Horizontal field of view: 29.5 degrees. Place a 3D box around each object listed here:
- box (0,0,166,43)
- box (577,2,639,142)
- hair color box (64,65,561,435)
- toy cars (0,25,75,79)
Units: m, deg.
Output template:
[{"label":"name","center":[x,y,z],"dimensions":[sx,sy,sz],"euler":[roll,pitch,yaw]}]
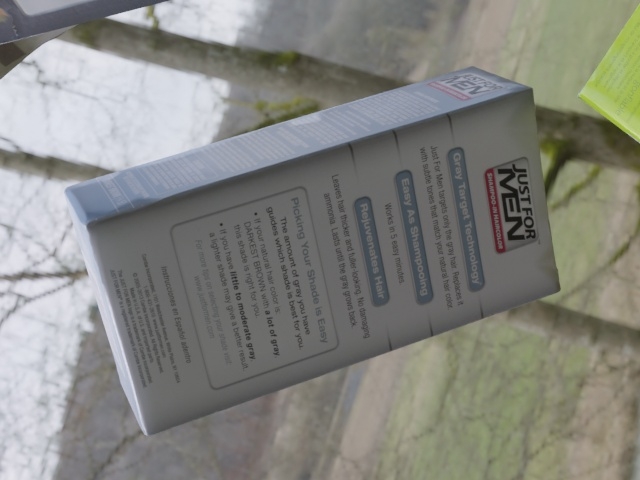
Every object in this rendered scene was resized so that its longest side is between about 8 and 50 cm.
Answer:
[{"label":"box","center":[-0.013,-0.219,0.322],"dimensions":[0.318,0.394,0.097],"euler":[68,-169,-59]},{"label":"box","center":[0.293,-0.101,0.907],"dimensions":[0.042,0.178,0.109],"euler":[-2,-50,-52]},{"label":"hair color box","center":[0.000,0.000,1.006],"dimensions":[0.113,0.374,0.185],"euler":[-138,33,-64]},{"label":"toy cars","center":[-0.310,-0.122,0.618],"dimensions":[0.176,0.393,0.087],"euler":[118,153,-57]}]
